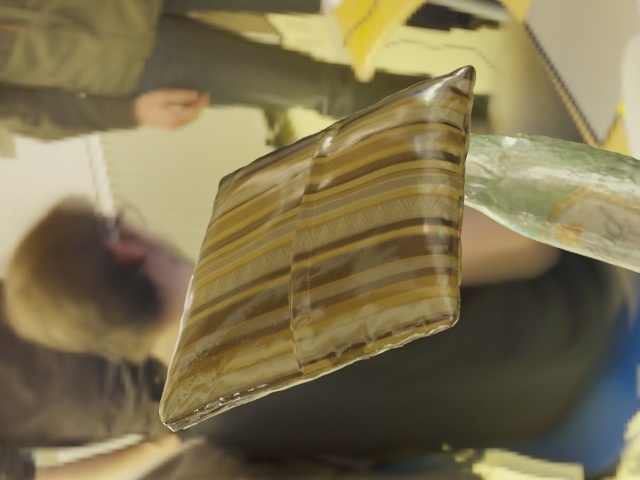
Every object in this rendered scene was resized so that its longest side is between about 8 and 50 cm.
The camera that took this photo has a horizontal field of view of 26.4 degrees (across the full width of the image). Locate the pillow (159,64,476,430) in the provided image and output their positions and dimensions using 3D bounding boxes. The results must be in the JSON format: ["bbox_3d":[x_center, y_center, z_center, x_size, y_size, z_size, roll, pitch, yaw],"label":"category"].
[{"bbox_3d":[0.000,0.000,0.816,0.208,0.052,0.212,-24,37,31],"label":"pillow"}]

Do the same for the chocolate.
[{"bbox_3d":[0.225,-0.036,1.193,0.110,0.291,0.110,15,-90,-85],"label":"chocolate"}]
